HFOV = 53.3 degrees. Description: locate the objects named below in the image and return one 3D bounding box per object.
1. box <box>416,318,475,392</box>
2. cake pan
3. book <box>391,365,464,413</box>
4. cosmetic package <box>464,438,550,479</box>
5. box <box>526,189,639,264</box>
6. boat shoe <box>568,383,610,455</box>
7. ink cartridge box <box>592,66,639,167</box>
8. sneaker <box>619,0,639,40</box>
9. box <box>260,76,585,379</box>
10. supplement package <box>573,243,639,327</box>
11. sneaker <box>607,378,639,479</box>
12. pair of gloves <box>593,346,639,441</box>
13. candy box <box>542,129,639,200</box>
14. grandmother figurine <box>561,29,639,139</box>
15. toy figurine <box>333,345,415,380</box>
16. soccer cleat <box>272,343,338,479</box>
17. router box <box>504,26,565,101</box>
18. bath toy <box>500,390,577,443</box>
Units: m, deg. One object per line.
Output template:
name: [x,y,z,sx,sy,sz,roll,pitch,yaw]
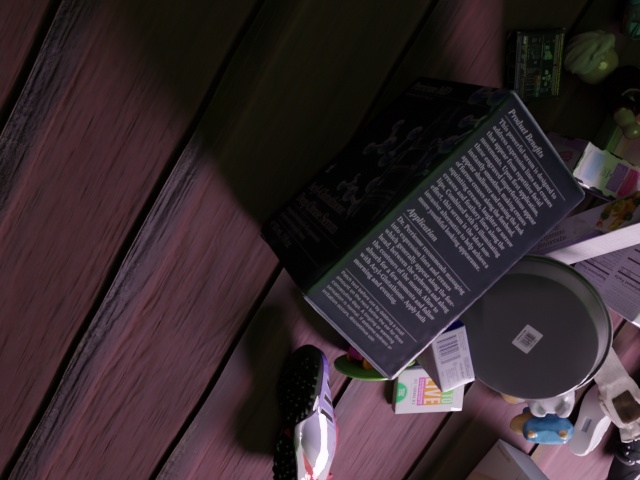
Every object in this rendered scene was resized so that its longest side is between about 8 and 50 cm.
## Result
box: [0.221,0.191,1.200,0.072,0.137,0.126,-19,113,-9]
cake pan: [0.381,0.170,1.183,0.293,0.054,0.293,8,109,22]
book: [0.220,0.300,1.300,0.144,0.035,0.096,0,106,-13]
cosmetic package: [0.362,0.609,1.379,0.113,0.160,0.309,32,98,-22]
box: [0.489,-0.018,1.109,0.067,0.324,0.063,20,67,-19]
boat shoe: [0.618,0.396,1.425,0.063,0.066,0.184,14,95,-47]
ink cartridge box: [0.651,-0.204,1.216,0.235,0.056,0.171,20,103,-18]
sneaker: [0.647,-0.388,1.139,0.262,0.104,0.125,8,125,-13]
box: [0.138,-0.039,1.000,0.395,0.293,0.212,-44,114,0]
supplement package: [0.665,0.111,1.251,0.262,0.204,0.145,28,101,-23]
sneaker: [0.710,0.427,1.450,0.124,0.107,0.283,27,97,-8]
pair of gloves: [0.708,0.303,1.371,0.240,0.042,0.204,-17,82,-9]
candy box: [0.484,-0.124,1.139,0.196,0.165,0.070,20,102,-21]
grandmother figurine: [0.546,-0.223,1.082,0.342,0.208,0.104,49,132,9]
toy figurine: [0.111,0.157,1.185,0.173,0.130,0.159,-4,102,-37]
soccer cleat: [-0.015,0.340,1.225,0.117,0.109,0.318,-5,109,-37]
router box: [0.371,-0.306,1.112,0.092,0.038,0.122,-7,111,-12]
bath toy: [0.436,0.225,1.279,0.152,0.129,0.348,2,108,25]
